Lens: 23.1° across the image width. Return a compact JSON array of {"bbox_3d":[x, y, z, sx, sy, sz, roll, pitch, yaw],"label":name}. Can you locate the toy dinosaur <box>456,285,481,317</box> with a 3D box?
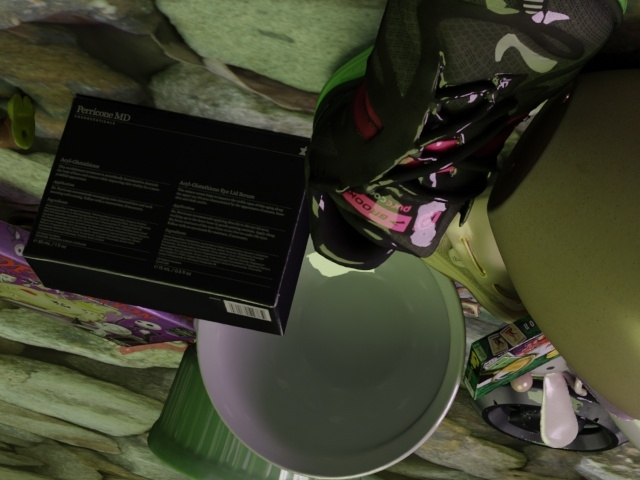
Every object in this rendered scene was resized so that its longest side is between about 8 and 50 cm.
[{"bbox_3d":[0.140,0.054,1.782,0.092,0.053,0.183,6,157,24],"label":"toy dinosaur"}]

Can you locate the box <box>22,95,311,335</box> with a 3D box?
[{"bbox_3d":[-0.144,-0.025,1.589,0.261,0.184,0.103,12,161,8],"label":"box"}]

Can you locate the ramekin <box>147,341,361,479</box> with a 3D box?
[{"bbox_3d":[-0.071,0.245,2.129,0.303,0.148,0.303,16,-174,-2],"label":"ramekin"}]

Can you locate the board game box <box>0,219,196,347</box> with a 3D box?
[{"bbox_3d":[-0.330,0.059,2.014,0.346,0.056,0.208,25,154,-34],"label":"board game box"}]

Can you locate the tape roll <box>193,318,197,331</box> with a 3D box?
[{"bbox_3d":[-0.015,0.098,1.942,0.274,0.090,0.275,12,159,5],"label":"tape roll"}]

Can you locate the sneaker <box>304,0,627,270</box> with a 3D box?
[{"bbox_3d":[0.099,-0.096,1.228,0.185,0.202,0.483,16,159,-6],"label":"sneaker"}]

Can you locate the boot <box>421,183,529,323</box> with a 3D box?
[{"bbox_3d":[0.236,0.009,1.560,0.262,0.095,0.203,33,151,-32],"label":"boot"}]

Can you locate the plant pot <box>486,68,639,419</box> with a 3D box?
[{"bbox_3d":[0.247,-0.027,1.246,0.191,0.284,0.284,32,156,-6],"label":"plant pot"}]

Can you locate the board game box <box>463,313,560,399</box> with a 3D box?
[{"bbox_3d":[0.265,0.075,1.567,0.259,0.030,0.136,-26,163,-7],"label":"board game box"}]

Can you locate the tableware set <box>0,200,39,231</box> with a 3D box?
[{"bbox_3d":[-0.308,0.004,1.965,0.194,0.039,0.128,7,157,19],"label":"tableware set"}]

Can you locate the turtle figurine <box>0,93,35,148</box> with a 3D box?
[{"bbox_3d":[-0.423,-0.128,1.646,0.217,0.087,0.269,-2,153,36],"label":"turtle figurine"}]

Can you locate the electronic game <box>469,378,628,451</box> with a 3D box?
[{"bbox_3d":[0.315,0.235,2.124,0.229,0.048,0.229,14,159,5],"label":"electronic game"}]

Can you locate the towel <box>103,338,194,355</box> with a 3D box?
[{"bbox_3d":[-0.292,0.118,2.255,0.144,0.029,0.197,-4,152,37],"label":"towel"}]

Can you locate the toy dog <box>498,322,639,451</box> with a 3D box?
[{"bbox_3d":[0.356,0.215,1.893,0.333,0.161,0.220,14,159,1],"label":"toy dog"}]

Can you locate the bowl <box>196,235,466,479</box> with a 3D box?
[{"bbox_3d":[0.026,0.104,1.702,0.297,0.298,0.134,8,-177,17],"label":"bowl"}]
